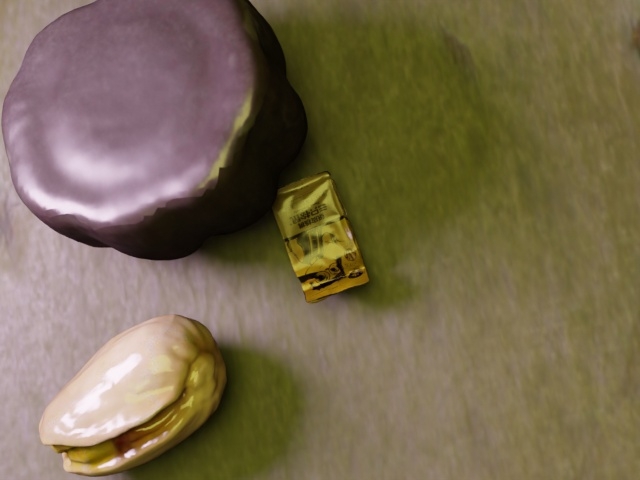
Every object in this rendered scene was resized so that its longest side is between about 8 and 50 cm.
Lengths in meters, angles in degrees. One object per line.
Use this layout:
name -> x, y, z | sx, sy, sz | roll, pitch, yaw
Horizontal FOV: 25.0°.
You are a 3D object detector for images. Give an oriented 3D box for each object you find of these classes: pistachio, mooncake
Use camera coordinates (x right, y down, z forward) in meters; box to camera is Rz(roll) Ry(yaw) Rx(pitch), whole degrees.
pistachio -> -0.184, 0.156, 1.446 | 0.200, 0.117, 0.145 | -36, 34, 12
mooncake -> -0.163, -0.120, 1.452 | 0.306, 0.154, 0.306 | -7, 70, 21

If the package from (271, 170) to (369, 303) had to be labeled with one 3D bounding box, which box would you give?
package -> 0.000, 0.000, 1.460 | 0.071, 0.047, 0.131 | -23, 72, 3
